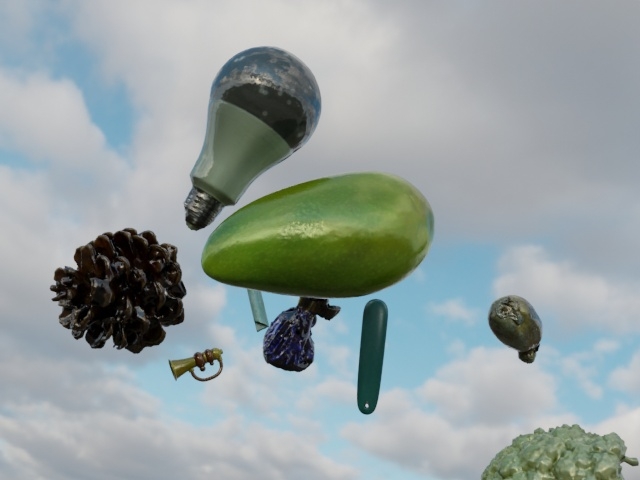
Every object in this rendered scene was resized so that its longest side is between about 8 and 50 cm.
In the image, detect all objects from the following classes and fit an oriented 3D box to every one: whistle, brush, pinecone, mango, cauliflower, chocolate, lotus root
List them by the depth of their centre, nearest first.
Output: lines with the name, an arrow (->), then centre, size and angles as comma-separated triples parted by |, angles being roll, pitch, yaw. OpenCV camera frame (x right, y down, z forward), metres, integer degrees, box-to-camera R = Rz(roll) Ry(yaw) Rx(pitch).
cauliflower -> 0.349, 0.414, 1.107 | 0.260, 0.281, 0.327 | -15, -42, -44
mango -> 0.000, 0.000, 1.108 | 0.343, 0.192, 0.156 | -13, -47, -11
brush -> 0.088, 0.195, 1.312 | 0.043, 0.193, 0.032 | 4, -8, 15
lotus root -> 0.358, 0.157, 1.411 | 0.088, 0.088, 0.165 | -8, -45, 35
pinecone -> -0.391, 0.104, 1.495 | 0.257, 0.243, 0.243 | -26, -4, -35
whistle -> -0.244, 0.249, 1.553 | 0.109, 0.057, 0.046 | -14, -42, -14
chocolate -> -0.018, 0.125, 1.685 | 0.149, 0.126, 0.343 | 14, -60, -18
whistle -> -0.168, 0.150, 2.020 | 0.039, 0.186, 0.039 | -11, -34, -8

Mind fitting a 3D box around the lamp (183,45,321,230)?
lamp -> -0.124, -0.163, 1.254 | 0.182, 0.313, 0.182 | 32, 6, -4
